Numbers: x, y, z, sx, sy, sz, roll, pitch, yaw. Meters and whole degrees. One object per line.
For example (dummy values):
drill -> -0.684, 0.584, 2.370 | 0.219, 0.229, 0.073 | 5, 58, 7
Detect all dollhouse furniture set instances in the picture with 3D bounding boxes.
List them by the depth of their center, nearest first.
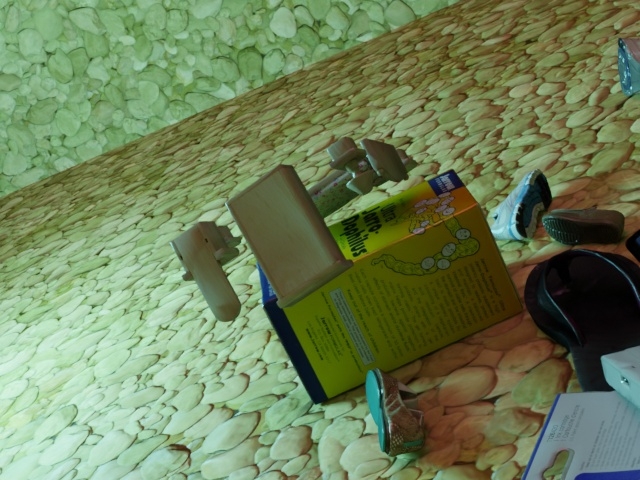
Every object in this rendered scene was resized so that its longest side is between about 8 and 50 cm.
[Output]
dollhouse furniture set -> 0.000, 0.000, 1.873 | 0.303, 0.174, 0.355 | -33, -12, 19

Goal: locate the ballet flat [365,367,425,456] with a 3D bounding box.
ballet flat -> 0.106, 0.239, 1.704 | 0.067, 0.073, 0.206 | 1, 23, -5

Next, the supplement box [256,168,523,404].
supplement box -> 0.101, 0.067, 1.918 | 0.356, 0.195, 0.194 | -25, 20, 3

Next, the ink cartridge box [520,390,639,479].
ink cartridge box -> 0.365, 0.262, 1.308 | 0.307, 0.072, 0.303 | -14, 25, 35

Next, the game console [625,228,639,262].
game console -> 0.517, 0.005, 1.746 | 0.122, 0.071, 0.107 | -36, 22, -24

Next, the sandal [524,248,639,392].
sandal -> 0.378, 0.087, 1.659 | 0.167, 0.107, 0.446 | -25, 21, 4

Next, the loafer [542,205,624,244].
loafer -> 0.424, -0.025, 1.967 | 0.148, 0.056, 0.050 | 10, 39, 43

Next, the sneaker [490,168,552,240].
sneaker -> 0.341, -0.060, 2.134 | 0.083, 0.071, 0.190 | -18, 21, 38

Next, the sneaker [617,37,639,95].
sneaker -> 0.666, -0.334, 2.401 | 0.129, 0.111, 0.297 | -11, 23, -5

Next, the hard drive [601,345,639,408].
hard drive -> 0.490, 0.125, 1.378 | 0.307, 0.040, 0.203 | -14, 5, 0
